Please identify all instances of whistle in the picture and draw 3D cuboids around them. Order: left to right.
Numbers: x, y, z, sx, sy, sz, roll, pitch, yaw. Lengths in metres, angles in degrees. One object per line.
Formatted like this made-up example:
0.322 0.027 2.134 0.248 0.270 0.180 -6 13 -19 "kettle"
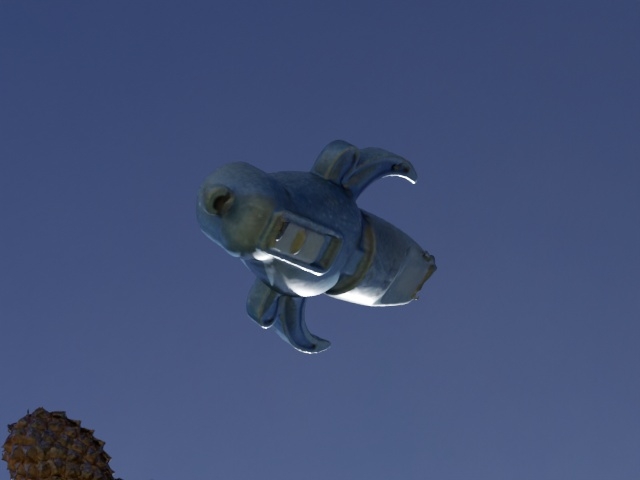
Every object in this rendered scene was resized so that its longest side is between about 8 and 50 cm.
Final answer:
0.000 0.000 1.151 0.093 0.269 0.180 31 -85 39 "whistle"

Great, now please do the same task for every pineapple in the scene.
-0.214 0.227 1.293 0.221 0.103 0.083 34 -57 30 "pineapple"
